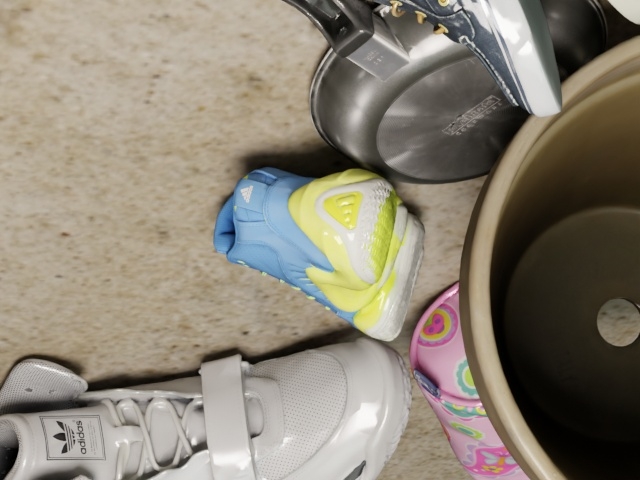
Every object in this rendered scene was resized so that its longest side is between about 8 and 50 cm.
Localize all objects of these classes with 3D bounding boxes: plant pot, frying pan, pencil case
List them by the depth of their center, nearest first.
[{"bbox_3d":[0.069,-0.123,0.866,0.197,0.053,0.326,-22,149,11],"label":"frying pan"},{"bbox_3d":[0.230,0.046,0.947,0.323,0.323,0.280,-9,175,-7],"label":"plant pot"},{"bbox_3d":[0.160,0.141,1.222,0.124,0.124,0.284,-18,148,7],"label":"pencil case"}]

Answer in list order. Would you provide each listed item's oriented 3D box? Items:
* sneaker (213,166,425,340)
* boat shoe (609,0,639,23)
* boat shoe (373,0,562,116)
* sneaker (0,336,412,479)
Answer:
[{"bbox_3d":[0.000,0.000,1.009,0.126,0.091,0.240,14,162,14],"label":"sneaker"},{"bbox_3d":[0.158,-0.196,0.752,0.081,0.079,0.227,-22,143,21],"label":"boat shoe"},{"bbox_3d":[0.063,-0.138,0.781,0.083,0.065,0.183,-20,115,22],"label":"boat shoe"},{"bbox_3d":[-0.118,0.161,1.133,0.366,0.137,0.210,-26,148,25],"label":"sneaker"}]
